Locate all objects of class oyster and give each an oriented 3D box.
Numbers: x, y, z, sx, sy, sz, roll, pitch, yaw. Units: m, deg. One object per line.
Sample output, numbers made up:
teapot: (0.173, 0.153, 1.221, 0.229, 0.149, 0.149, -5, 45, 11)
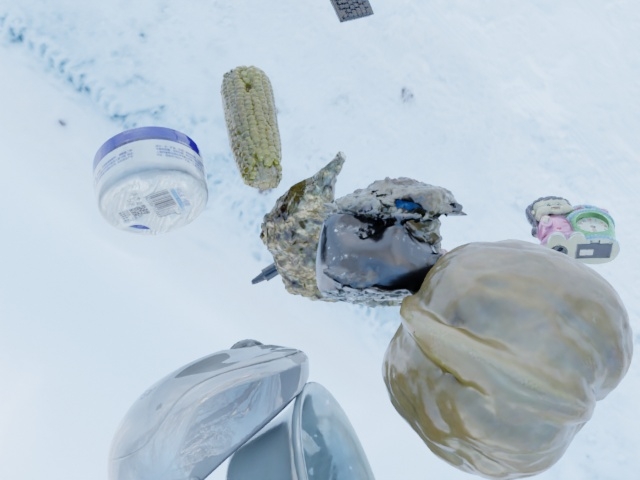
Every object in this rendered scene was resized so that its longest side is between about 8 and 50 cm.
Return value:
oyster: (-0.025, -0.004, 1.424, 0.204, 0.111, 0.396, -14, 127, -9)

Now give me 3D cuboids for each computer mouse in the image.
computer mouse: (-0.154, 0.213, 0.851, 0.121, 0.296, 0.184, 54, 152, -6)

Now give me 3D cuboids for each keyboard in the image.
keyboard: (0.027, -0.560, 1.339, 0.087, 0.017, 0.251, -18, 81, -20)

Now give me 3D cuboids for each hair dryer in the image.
hair dryer: (-0.064, 0.026, 1.579, 0.255, 0.070, 0.128, -30, 120, -4)

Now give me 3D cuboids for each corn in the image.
corn: (-0.144, -0.243, 1.368, 0.119, 0.322, 0.119, -7, 152, -4)

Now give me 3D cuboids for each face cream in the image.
face cream: (-0.310, -0.101, 1.207, 0.205, 0.111, 0.206, -12, 149, -8)

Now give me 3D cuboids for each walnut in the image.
walnut: (0.220, 0.142, 0.817, 0.285, 0.285, 0.297, 24, 103, -3)

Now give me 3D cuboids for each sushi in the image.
sushi: (0.102, -0.003, 1.008, 0.238, 0.225, 0.219, 11, 78, 11)

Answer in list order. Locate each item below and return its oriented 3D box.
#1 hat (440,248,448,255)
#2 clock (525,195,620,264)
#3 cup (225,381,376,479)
hat: (0.268, 0.062, 1.691, 0.236, 0.286, 0.107, 7, 113, -15)
clock: (0.590, -0.030, 1.549, 0.193, 0.196, 0.100, -1, 127, 5)
cup: (-0.024, 0.386, 0.891, 0.163, 0.347, 0.347, -24, 111, 9)
